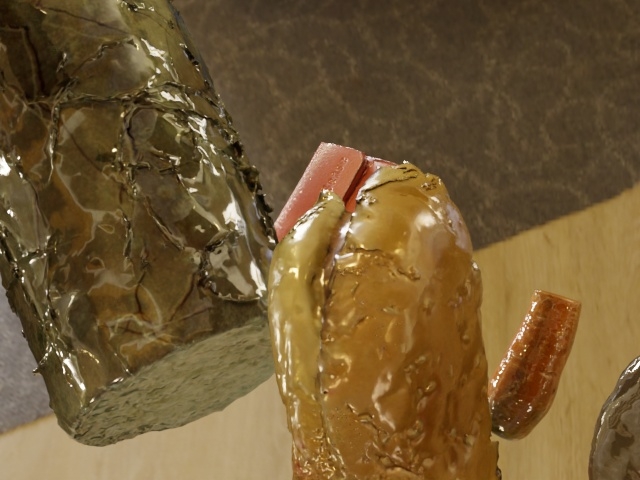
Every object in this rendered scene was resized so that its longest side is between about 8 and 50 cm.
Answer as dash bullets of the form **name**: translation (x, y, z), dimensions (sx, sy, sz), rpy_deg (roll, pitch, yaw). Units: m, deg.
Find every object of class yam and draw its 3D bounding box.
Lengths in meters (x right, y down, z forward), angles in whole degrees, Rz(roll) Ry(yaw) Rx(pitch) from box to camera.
- **yam**: translation (-0.165, -0.030, 0.830), dimensions (0.241, 0.241, 0.348), rpy_deg (-26, 77, -1)

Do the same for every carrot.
- **carrot**: translation (0.265, 0.156, 1.335), dimensions (0.087, 0.087, 0.193), rpy_deg (30, 98, 30)

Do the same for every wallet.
- **wallet**: translation (0.000, 0.000, 1.096), dimensions (0.142, 0.045, 0.204), rpy_deg (21, 77, 47)

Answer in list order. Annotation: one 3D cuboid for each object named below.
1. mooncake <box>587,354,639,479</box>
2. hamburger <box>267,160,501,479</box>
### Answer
- **mooncake**: translation (0.403, 0.214, 0.990), dimensions (0.290, 0.161, 0.290), rpy_deg (-7, 80, 45)
- **hamburger**: translation (0.038, 0.088, 0.661), dimensions (0.124, 0.131, 0.262), rpy_deg (-4, 102, 22)
